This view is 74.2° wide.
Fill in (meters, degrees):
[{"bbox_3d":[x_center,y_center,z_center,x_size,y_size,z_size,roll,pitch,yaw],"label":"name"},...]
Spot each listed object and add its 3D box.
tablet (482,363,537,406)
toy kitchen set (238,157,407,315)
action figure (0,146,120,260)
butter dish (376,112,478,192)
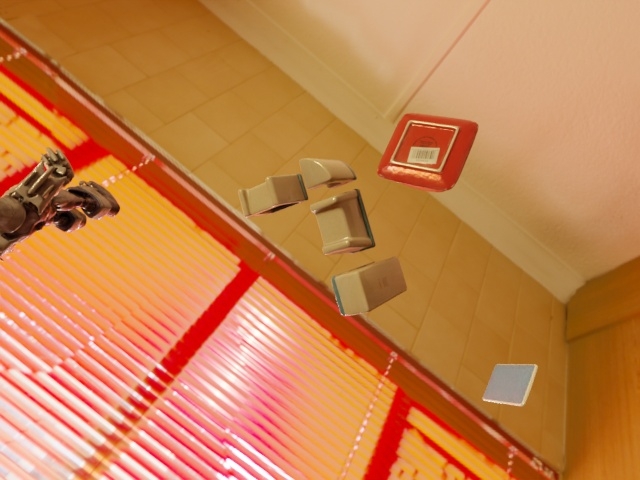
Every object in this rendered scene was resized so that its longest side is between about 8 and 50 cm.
[{"bbox_3d":[0.239,0.182,0.537,0.006,0.054,0.083,32,-20,-2],"label":"tablet"},{"bbox_3d":[0.000,0.000,0.605,0.166,0.122,0.206,-17,-93,35],"label":"toy kitchen set"},{"bbox_3d":[-0.420,-0.048,0.635,0.099,0.185,0.285,51,-2,-8],"label":"action figure"},{"bbox_3d":[0.218,-0.157,0.846,0.160,0.159,0.118,18,-16,29],"label":"butter dish"}]
